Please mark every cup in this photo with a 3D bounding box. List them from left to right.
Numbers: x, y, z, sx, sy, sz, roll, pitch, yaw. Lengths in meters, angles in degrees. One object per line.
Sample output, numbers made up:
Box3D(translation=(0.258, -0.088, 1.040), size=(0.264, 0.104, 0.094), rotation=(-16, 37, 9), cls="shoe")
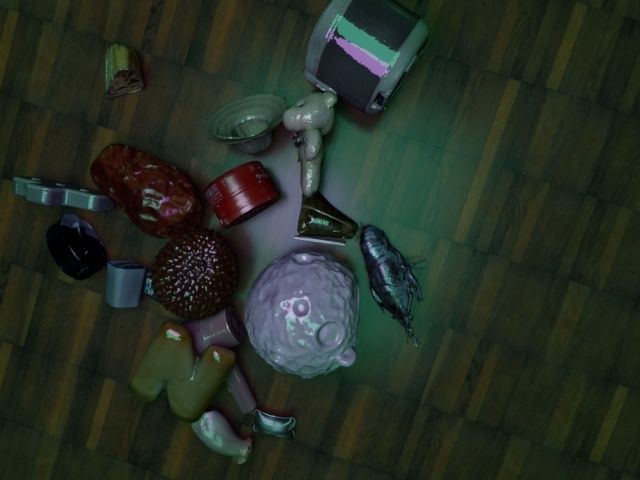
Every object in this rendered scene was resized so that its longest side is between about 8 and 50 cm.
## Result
Box3D(translation=(-0.601, 0.123, 1.328), size=(0.128, 0.095, 0.130), rotation=(17, 98, 39), cls="cup")

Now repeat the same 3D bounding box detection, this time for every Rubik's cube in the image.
Box3D(translation=(-0.481, 0.134, 1.321), size=(0.111, 0.093, 0.111), rotation=(0, 96, 3), cls="Rubik's cube")

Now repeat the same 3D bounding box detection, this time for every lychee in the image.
Box3D(translation=(-0.338, 0.079, 1.217), size=(0.271, 0.271, 0.272), rotation=(0, 94, 3), cls="lychee")

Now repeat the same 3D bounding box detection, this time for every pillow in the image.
Box3D(translation=(-0.142, 0.567, 1.347), size=(0.135, 0.091, 0.055), rotation=(8, 51, 5), cls="pillow")

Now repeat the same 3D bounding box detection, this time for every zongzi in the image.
Box3D(translation=(0.031, -0.097, 1.288), size=(0.187, 0.084, 0.184), rotation=(6, 84, -4), cls="zongzi")

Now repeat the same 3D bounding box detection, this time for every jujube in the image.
Box3D(translation=(-0.504, -0.150, 1.256), size=(0.342, 0.216, 0.216), rotation=(35, 95, 14), cls="jujube")

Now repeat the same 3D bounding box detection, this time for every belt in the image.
Box3D(translation=(-0.719, 0.016, 1.301), size=(0.078, 0.151, 0.199), rotation=(-32, 82, 9), cls="belt")

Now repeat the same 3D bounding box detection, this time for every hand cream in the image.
Box3D(translation=(-0.221, -0.129, 1.240), size=(0.193, 0.193, 0.126), rotation=(-30, 93, 5), cls="hand cream")

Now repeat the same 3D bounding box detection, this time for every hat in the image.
Box3D(translation=(-0.196, -0.311, 1.260), size=(0.251, 0.252, 0.110), rotation=(-13, 135, 4), cls="hat")

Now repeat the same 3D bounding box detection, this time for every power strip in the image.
Box3D(translation=(-0.757, -0.136, 1.269), size=(0.264, 0.193, 0.060), rotation=(13, 97, 2), cls="power strip")

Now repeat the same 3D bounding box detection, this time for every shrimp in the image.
Box3D(translation=(0.227, 0.117, 1.251), size=(0.171, 0.137, 0.372), rotation=(-28, 91, 21), cls="shrimp")

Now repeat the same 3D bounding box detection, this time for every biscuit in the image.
Box3D(translation=(-0.394, 0.380, 1.240), size=(0.236, 0.062, 0.291), rotation=(31, 110, -10), cls="biscuit")

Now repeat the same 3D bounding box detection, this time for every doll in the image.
Box3D(translation=(-0.038, -0.257, 1.187), size=(0.149, 0.175, 0.279), rotation=(0, 92, -34), cls="doll")

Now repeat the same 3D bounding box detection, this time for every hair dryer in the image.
Box3D(translation=(-0.300, 0.390, 1.324), size=(0.210, 0.125, 0.353), rotation=(-23, 99, 5), cls="hair dryer")

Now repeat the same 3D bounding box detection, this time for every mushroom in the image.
Box3D(translation=(-0.302, 0.599, 1.347), size=(0.212, 0.088, 0.097), rotation=(38, 67, -5), cls="mushroom")

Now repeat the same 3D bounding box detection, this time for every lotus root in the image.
Box3D(translation=(-0.576, -0.503, 1.291), size=(0.159, 0.095, 0.135), rotation=(-7, 88, 44), cls="lotus root")

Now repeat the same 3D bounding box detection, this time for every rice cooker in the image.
Box3D(translation=(0.111, -0.502, 1.156), size=(0.276, 0.288, 0.289), rotation=(33, 95, 2), cls="rice cooker")

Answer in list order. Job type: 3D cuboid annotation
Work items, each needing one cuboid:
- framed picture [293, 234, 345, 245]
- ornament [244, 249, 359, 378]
Box3D(translation=(0.000, 0.000, 1.275), size=(0.148, 0.109, 0.011), rotation=(9, 92, 3), cls="framed picture")
Box3D(translation=(-0.048, 0.193, 1.179), size=(0.336, 0.337, 0.338), rotation=(0, 94, 3), cls="ornament")
